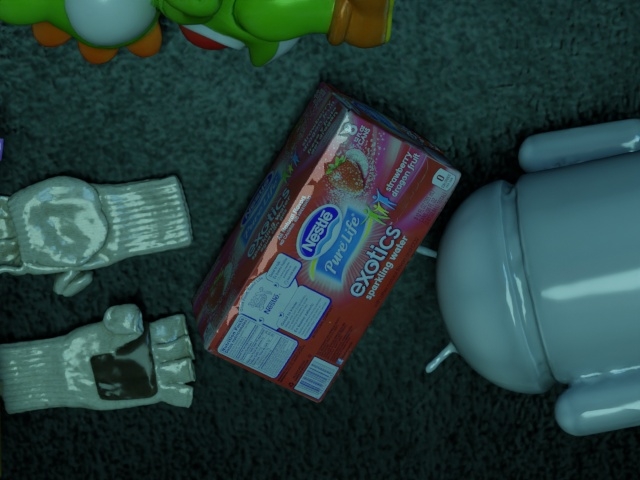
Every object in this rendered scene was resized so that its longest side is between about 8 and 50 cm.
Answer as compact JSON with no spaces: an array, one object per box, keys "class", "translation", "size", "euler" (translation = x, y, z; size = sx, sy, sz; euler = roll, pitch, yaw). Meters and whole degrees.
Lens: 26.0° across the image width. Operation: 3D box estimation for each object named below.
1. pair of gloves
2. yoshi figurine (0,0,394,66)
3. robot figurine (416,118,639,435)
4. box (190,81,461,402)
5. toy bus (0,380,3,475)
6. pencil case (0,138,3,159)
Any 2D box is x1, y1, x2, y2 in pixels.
[{"class":"pair of gloves","translation":[-0.224,0.055,1.341],"size":[0.204,0.042,0.240],"euler":[-2,103,-1]},{"class":"yoshi figurine","translation":[-0.119,-0.263,1.199],"size":[0.362,0.203,0.203],"euler":[-2,88,2]},{"class":"robot figurine","translation":[0.256,0.026,1.247],"size":[0.353,0.300,0.200],"euler":[-12,149,15]},{"class":"box","translation":[0.000,0.000,1.281],"size":[0.128,0.122,0.257],"euler":[27,102,-20]},{"class":"toy bus","translation":[-0.356,0.144,1.321],"size":[0.104,0.191,0.202],"euler":[19,100,-42]},{"class":"pencil case","translation":[-0.405,-0.088,1.277],"size":[0.206,0.088,0.086],"euler":[10,97,-3]}]
